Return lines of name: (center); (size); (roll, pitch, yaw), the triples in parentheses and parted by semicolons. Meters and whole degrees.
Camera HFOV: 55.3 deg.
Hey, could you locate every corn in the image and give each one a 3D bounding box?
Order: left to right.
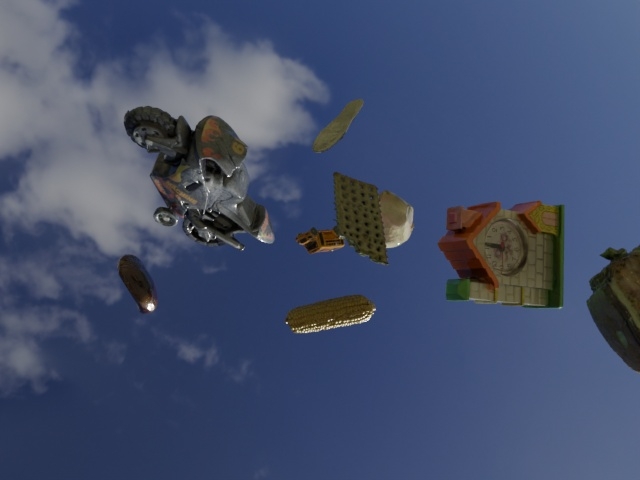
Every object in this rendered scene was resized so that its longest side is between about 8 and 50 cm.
corn: (0.026, 0.187, 1.568); (0.238, 0.080, 0.080); (-9, -121, -8)

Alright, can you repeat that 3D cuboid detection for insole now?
insole: (0.042, -0.260, 1.377); (0.192, 0.063, 0.010); (-56, -41, -31)

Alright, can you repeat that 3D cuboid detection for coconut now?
coconut: (0.217, -0.075, 1.944); (0.171, 0.183, 0.171); (1, -147, -1)

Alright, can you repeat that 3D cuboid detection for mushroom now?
mushroom: (-0.350, 0.082, 1.181); (0.052, 0.123, 0.123); (-22, -111, -14)

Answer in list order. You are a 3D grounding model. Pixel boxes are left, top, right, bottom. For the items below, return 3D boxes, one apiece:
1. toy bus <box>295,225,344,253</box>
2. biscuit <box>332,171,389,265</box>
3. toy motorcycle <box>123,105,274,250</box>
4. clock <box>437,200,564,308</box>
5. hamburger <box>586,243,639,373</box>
toy bus: (0.000, 0.000, 1.910); (0.162, 0.069, 0.074); (-5, -104, -47)
biscuit: (0.086, -0.051, 1.342); (0.144, 0.016, 0.203); (16, -123, -33)
toy motorcycle: (-0.177, -0.091, 0.951); (0.173, 0.307, 0.108); (-3, -128, 15)
clock: (0.371, 0.024, 1.254); (0.255, 0.106, 0.219); (7, -98, -28)
hamburger: (0.689, 0.149, 1.323); (0.168, 0.192, 0.288); (-26, -106, -2)
